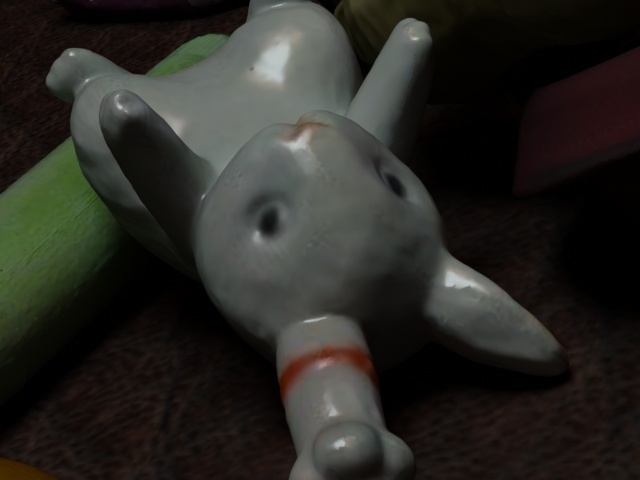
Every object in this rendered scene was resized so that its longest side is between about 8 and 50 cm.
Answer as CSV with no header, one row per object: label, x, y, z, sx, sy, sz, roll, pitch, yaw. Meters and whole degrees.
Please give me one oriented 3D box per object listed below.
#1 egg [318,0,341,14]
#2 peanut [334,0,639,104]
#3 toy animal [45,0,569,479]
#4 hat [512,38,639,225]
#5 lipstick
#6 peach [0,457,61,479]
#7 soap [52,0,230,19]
egg,0.071,-0.186,0.955,0.177,0.177,0.228,-31,45,-24
peanut,0.084,-0.133,0.748,0.130,0.130,0.290,-31,5,-23
toy animal,-0.006,-0.015,0.703,0.141,0.138,0.282,-20,26,-13
hat,0.172,-0.052,0.694,0.205,0.089,0.205,-26,2,1
lipstick,-0.117,-0.004,0.831,0.076,0.076,0.304,1,31,35
peach,-0.110,0.128,0.491,0.138,0.138,0.138,-15,26,8
soap,-0.068,-0.239,1.220,0.289,0.112,0.182,-15,25,8
